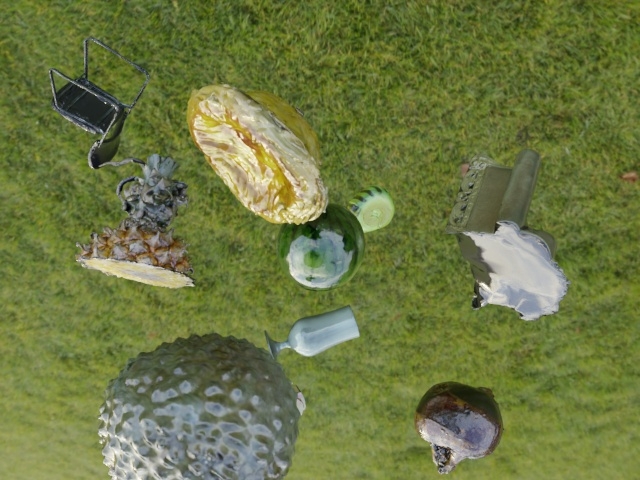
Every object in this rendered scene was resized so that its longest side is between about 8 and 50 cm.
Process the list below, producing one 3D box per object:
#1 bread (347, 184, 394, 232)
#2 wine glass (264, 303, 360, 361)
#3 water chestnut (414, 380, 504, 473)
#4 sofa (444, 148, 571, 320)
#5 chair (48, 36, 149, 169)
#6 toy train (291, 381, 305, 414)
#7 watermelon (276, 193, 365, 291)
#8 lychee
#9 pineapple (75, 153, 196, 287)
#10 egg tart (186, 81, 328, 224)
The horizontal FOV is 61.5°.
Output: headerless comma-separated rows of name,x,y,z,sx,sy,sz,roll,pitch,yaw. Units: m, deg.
bread,0.131,-0.083,1.433,0.139,0.071,0.129,-34,132,-16
wine glass,-0.020,0.242,1.381,0.231,0.103,0.103,-19,133,-6
water chestnut,0.347,0.474,1.374,0.224,0.238,0.223,20,171,3
sofa,0.347,-0.009,0.932,0.182,0.200,0.258,1,138,34
chair,-0.477,-0.278,1.132,0.145,0.140,0.221,31,137,-11
toy train,-0.086,0.310,1.074,0.087,0.138,0.050,-21,110,-15
watermelon,0.000,0.000,1.133,0.188,0.188,0.214,-1,103,4
lychee,-0.159,0.242,0.716,0.255,0.255,0.274,-31,125,27
pineapple,-0.380,-0.053,1.195,0.263,0.271,0.262,8,164,2
egg tart,-0.092,-0.151,0.884,0.295,0.116,0.294,35,157,17
